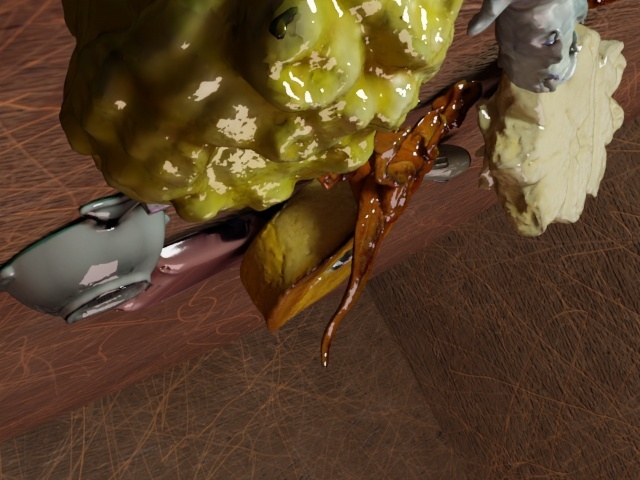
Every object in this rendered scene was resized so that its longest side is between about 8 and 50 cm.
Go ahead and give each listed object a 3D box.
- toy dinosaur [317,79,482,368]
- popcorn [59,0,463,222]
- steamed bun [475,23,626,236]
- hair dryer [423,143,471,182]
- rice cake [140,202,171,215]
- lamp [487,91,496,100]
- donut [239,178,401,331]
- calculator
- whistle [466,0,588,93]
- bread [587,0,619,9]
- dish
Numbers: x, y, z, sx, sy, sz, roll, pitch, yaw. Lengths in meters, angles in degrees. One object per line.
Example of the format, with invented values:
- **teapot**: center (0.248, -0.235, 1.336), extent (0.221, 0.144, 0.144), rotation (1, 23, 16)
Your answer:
- **toy dinosaur**: center (0.063, -0.060, 1.187), extent (0.432, 0.097, 0.208), rotation (-55, 147, -6)
- **popcorn**: center (-0.038, -0.117, 0.429), extent (0.218, 0.189, 0.169), rotation (-24, 167, 23)
- **steamed bun**: center (0.291, -0.153, 1.256), extent (0.292, 0.137, 0.295), rotation (25, 86, -54)
- **hair dryer**: center (0.139, -0.117, 1.604), extent (0.167, 0.067, 0.199), rotation (-7, 175, -44)
- **rice cake**: center (-0.094, -0.081, 0.968), extent (0.206, 0.047, 0.036), rotation (-23, -174, -19)
- **lamp**: center (0.295, -0.195, 1.409), extent (0.101, 0.090, 0.101), rotation (-48, 151, -39)
- **donut**: center (0.000, 0.000, 1.392), extent (0.303, 0.110, 0.303), rotation (-42, 169, -10)
- **calculator**: center (-0.157, 0.020, 1.402), extent (0.329, 0.048, 0.220), rotation (-24, 170, -45)
- **whistle**: center (0.133, -0.191, 0.548), extent (0.133, 0.142, 0.346), rotation (14, 163, 17)
- **bread**: center (0.290, -0.285, 0.840), extent (0.139, 0.077, 0.271), rotation (-24, 175, -10)
- **dish**: center (-0.246, 0.031, 1.039), extent (0.224, 0.078, 0.246), rotation (-21, 170, -34)
